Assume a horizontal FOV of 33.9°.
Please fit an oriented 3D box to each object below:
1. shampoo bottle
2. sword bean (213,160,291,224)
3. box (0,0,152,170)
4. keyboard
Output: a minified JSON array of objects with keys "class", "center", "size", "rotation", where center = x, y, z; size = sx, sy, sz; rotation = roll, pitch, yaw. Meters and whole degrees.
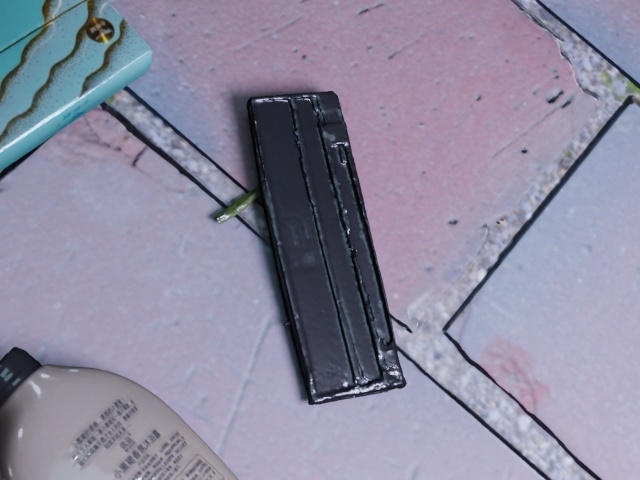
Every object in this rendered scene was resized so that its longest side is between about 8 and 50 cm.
[{"class":"shampoo bottle","center":[-0.124,0.167,0.699],"size":[0.257,0.078,0.127],"rotation":[42,47,4]},{"class":"sword bean","center":[-0.052,-0.038,0.832],"size":[0.012,0.012,0.083],"rotation":[46,66,6]},{"class":"box","center":[-0.266,-0.180,0.818],"size":[0.162,0.041,0.229],"rotation":[-39,82,-22]},{"class":"keyboard","center":[0.000,0.000,0.820],"size":[0.087,0.017,0.250],"rotation":[-9,76,-18]}]
